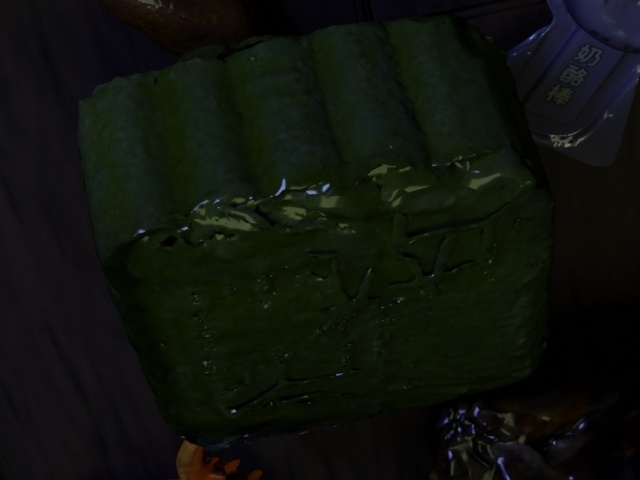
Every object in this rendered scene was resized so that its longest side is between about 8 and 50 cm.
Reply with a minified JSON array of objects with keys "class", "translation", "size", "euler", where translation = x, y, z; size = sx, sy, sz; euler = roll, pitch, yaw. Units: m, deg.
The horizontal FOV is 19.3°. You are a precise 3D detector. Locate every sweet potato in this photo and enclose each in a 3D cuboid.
[{"class":"sweet potato","translation":[-0.081,-0.120,0.818],"size":[0.117,0.049,0.049],"euler":[34,119,-27]}]

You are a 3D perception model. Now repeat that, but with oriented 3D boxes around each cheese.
[{"class":"cheese","translation":[0.140,-0.111,0.854],"size":[0.105,0.042,0.191],"euler":[19,130,-21]}]

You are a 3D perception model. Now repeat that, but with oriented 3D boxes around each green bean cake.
[{"class":"green bean cake","translation":[0.000,0.000,0.864],"size":[0.200,0.113,0.214],"euler":[-9,148,-2]}]

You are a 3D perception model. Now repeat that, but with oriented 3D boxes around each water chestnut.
[{"class":"water chestnut","translation":[0.144,0.159,0.984],"size":[0.238,0.223,0.224],"euler":[32,120,-34]}]

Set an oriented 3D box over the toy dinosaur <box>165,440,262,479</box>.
[{"class":"toy dinosaur","translation":[-0.077,0.172,1.062],"size":[0.117,0.070,0.288],"euler":[10,134,-30]}]
